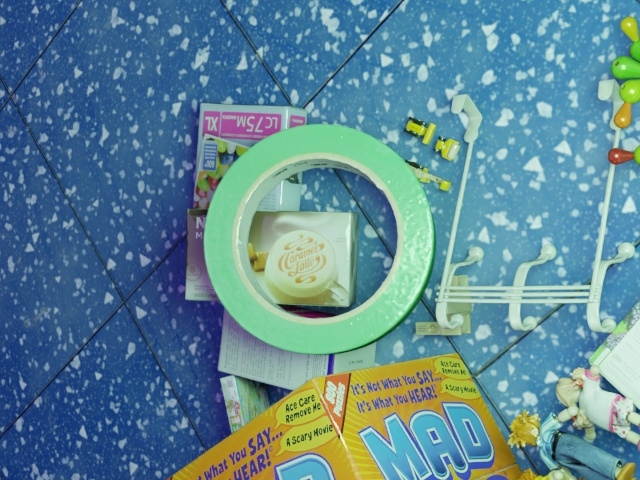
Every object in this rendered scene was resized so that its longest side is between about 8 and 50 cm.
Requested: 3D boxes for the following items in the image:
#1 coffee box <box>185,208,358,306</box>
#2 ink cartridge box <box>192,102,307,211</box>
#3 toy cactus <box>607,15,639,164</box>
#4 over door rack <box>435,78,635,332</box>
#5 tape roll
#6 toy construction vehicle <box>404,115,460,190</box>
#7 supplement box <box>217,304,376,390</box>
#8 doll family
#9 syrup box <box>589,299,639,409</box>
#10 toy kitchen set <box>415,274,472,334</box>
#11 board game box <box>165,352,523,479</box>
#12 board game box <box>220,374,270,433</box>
[{"bbox_3d":[-0.071,0.023,1.648,0.246,0.098,0.141,3,91,8],"label":"coffee box"},{"bbox_3d":[-0.120,-0.062,1.768,0.186,0.065,0.311,7,97,36],"label":"ink cartridge box"},{"bbox_3d":[0.444,-0.188,1.342,0.180,0.112,0.219,11,84,14],"label":"toy cactus"},{"bbox_3d":[0.287,-0.037,1.456,0.239,0.108,0.324,-2,75,36],"label":"over door rack"},{"bbox_3d":[0.000,0.000,1.545,0.321,0.077,0.321,-1,84,9],"label":"tape roll"},{"bbox_3d":[0.158,-0.124,1.583,0.098,0.035,0.086,27,102,38],"label":"toy construction vehicle"},{"bbox_3d":[-0.036,0.164,1.677,0.220,0.111,0.114,8,95,35],"label":"supplement box"},{"bbox_3d":[0.313,0.285,1.376,0.163,0.118,0.263,25,131,41],"label":"doll family"},{"bbox_3d":[0.447,0.090,1.337,0.096,0.093,0.237,46,115,27],"label":"syrup box"},{"bbox_3d":[0.164,0.092,1.557,0.075,0.068,0.083,-4,88,36],"label":"toy kitchen set"},{"bbox_3d":[0.050,0.402,1.467,0.356,0.356,0.356,-38,69,30],"label":"board game box"},{"bbox_3d":[-0.108,0.286,1.734,0.026,0.103,0.154,-16,81,22],"label":"board game box"}]
